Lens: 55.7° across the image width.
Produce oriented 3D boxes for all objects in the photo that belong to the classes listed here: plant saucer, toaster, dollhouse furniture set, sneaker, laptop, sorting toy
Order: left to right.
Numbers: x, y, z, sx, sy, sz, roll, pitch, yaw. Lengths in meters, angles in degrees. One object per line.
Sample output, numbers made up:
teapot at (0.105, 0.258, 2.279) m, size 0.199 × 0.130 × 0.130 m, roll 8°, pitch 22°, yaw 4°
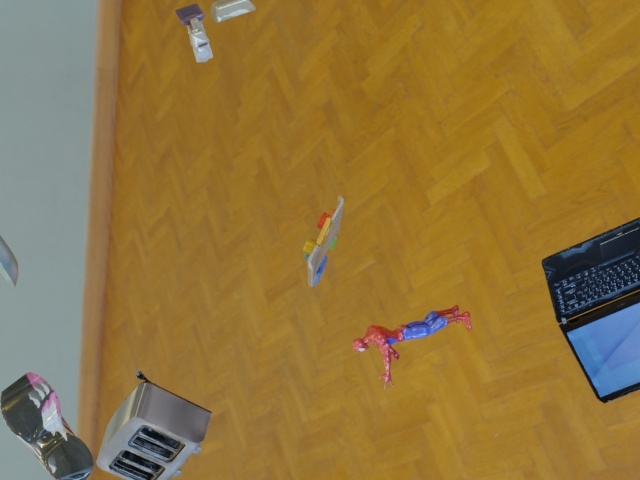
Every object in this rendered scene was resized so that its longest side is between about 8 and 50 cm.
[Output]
plant saucer at (-0.715, 0.015, 1.332) m, size 0.195 × 0.037 × 0.195 m, roll 36°, pitch 147°, yaw 29°
sneaker at (-0.380, 0.270, 0.837) m, size 0.178 × 0.072 × 0.077 m, roll 51°, pitch 146°, yaw 18°
toaster at (-0.331, 0.379, 1.189) m, size 0.168 × 0.186 × 0.110 m, roll -50°, pitch 20°, yaw 20°
dollhouse furniture set at (-0.141, -0.305, 0.902) m, size 0.081 × 0.114 × 0.091 m, roll 79°, pitch 164°, yaw -48°
sorting toy at (0.000, 0.000, 1.471) m, size 0.047 × 0.347 × 0.196 m, roll 23°, pitch 72°, yaw 6°
laptop at (0.538, 0.113, 1.038) m, size 0.136 × 0.234 × 0.264 m, roll -107°, pitch -9°, yaw -54°

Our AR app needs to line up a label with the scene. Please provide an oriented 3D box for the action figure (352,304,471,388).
action figure at (0.210, 0.247, 1.410) m, size 0.091 × 0.280 × 0.139 m, roll -150°, pitch 53°, yaw -73°
